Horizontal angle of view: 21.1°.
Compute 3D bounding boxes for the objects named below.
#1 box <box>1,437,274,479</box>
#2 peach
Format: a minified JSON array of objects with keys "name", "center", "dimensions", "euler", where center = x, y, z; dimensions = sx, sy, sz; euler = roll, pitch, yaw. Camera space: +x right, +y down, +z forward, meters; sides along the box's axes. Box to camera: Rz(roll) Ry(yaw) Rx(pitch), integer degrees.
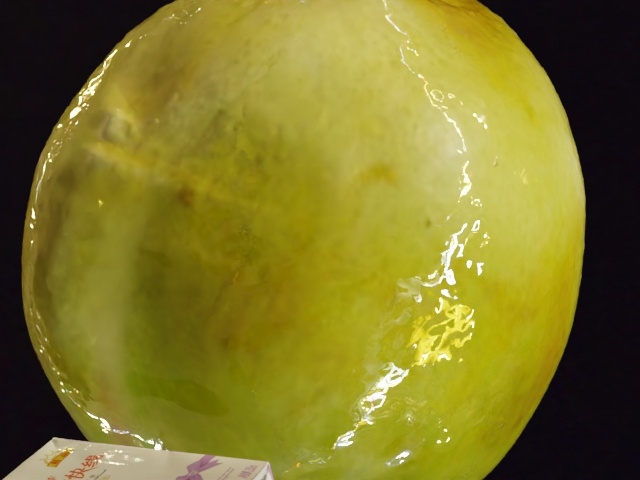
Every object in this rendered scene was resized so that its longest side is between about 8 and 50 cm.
[{"name":"box","center":[-0.075,0.110,0.694],"dimensions":[0.117,0.050,0.036],"euler":[1,-64,31]},{"name":"peach","center":[0.001,0.006,0.946],"dimensions":[0.282,0.314,0.315],"euler":[24,-88,26]}]
